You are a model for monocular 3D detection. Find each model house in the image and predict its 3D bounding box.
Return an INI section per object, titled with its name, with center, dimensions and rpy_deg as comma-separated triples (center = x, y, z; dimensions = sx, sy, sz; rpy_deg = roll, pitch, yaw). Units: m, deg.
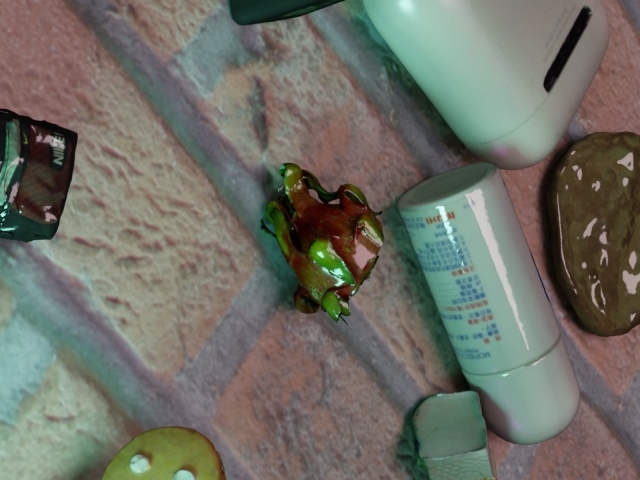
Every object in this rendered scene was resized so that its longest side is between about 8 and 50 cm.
[model house]
center = 0.158, 0.246, 1.797
dimensions = 0.101, 0.087, 0.100
rpy_deg = -93, 170, -48

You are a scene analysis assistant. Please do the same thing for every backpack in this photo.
[backpack]
center = -0.298, -0.066, 1.372
dimensions = 0.165, 0.105, 0.120
rpy_deg = 14, 81, -45

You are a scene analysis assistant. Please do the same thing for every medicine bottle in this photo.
[medicine bottle]
center = 0.209, 0.086, 1.821
dimensions = 0.130, 0.130, 0.341
rpy_deg = -34, 108, -40

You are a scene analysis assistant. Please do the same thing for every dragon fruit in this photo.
[dragon fruit]
center = 0.000, 0.000, 1.654
dimensions = 0.175, 0.138, 0.142
rpy_deg = 46, 10, 4

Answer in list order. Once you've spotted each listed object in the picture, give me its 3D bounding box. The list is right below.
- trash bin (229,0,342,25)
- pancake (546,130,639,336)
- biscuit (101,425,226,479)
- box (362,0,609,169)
[trash bin]
center = 0.005, -0.332, 1.607
dimensions = 0.115, 0.225, 0.165
rpy_deg = -16, 96, -44
[pancake]
center = 0.401, -0.018, 2.071
dimensions = 0.294, 0.049, 0.295
rpy_deg = 2, 86, -41
[biscuit]
center = -0.198, 0.309, 1.357
dimensions = 0.340, 0.216, 0.047
rpy_deg = -58, 151, -20
[box]
center = 0.206, -0.279, 1.850
dimensions = 0.349, 0.141, 0.289
rpy_deg = 49, 54, -28
